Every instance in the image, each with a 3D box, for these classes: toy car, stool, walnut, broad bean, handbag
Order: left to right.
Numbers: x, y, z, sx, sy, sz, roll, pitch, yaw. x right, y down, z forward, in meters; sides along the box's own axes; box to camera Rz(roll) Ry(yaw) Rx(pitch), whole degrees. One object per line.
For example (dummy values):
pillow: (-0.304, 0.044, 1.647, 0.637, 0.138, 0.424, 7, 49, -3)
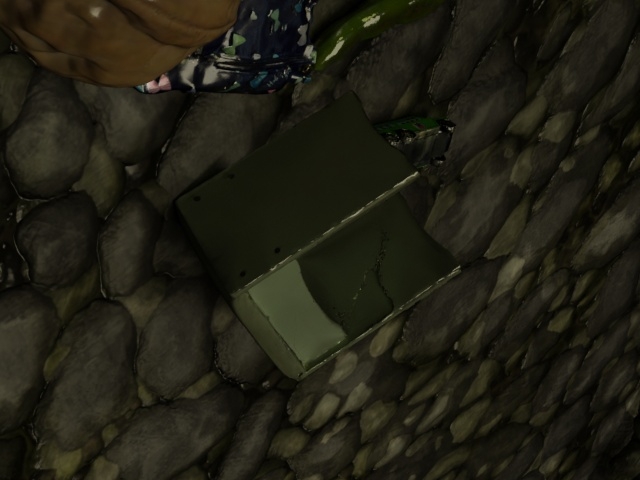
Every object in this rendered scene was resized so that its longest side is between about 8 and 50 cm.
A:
walnut: (-0.175, -0.261, 0.981, 0.273, 0.227, 0.273, -3, 98, -20)
handbag: (-0.112, -0.226, 1.216, 0.260, 0.113, 0.162, -8, 119, -45)
stool: (0.000, 0.000, 1.455, 0.270, 0.170, 0.243, -33, 145, -3)
broad bean: (0.073, -0.276, 1.449, 0.254, 0.046, 0.065, -33, 149, -25)
toy car: (0.117, -0.132, 1.618, 0.165, 0.062, 0.071, -18, 134, -40)
